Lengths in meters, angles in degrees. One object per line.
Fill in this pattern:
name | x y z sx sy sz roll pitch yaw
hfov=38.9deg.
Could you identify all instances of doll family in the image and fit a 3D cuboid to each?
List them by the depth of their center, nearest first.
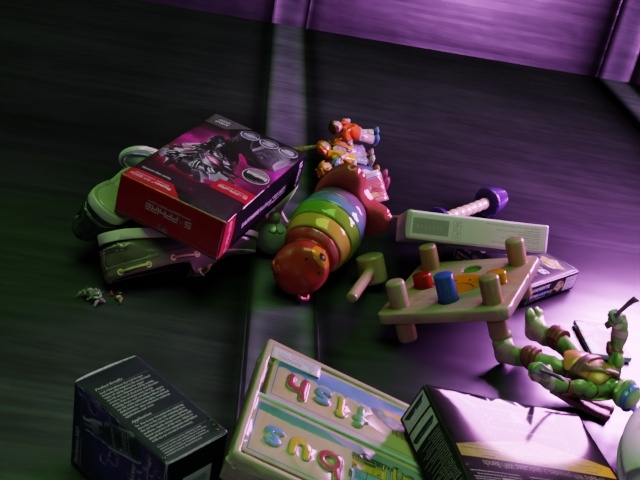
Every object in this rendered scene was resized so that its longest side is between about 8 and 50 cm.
doll family | 0.068 -0.198 2.327 0.163 0.118 0.263 8 45 -19

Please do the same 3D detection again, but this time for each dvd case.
dvd case | 0.571 0.203 1.841 0.087 0.013 0.119 8 27 -6

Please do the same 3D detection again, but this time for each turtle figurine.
turtle figurine | 0.439 0.178 1.606 0.274 0.198 0.266 38 -10 -37

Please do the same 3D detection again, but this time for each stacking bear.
stacking bear | 0.000 0.000 1.848 0.164 0.175 0.289 -19 24 39

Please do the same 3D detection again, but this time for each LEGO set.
LEGO set | -0.404 0.097 1.663 0.083 0.023 0.054 -6 32 -29

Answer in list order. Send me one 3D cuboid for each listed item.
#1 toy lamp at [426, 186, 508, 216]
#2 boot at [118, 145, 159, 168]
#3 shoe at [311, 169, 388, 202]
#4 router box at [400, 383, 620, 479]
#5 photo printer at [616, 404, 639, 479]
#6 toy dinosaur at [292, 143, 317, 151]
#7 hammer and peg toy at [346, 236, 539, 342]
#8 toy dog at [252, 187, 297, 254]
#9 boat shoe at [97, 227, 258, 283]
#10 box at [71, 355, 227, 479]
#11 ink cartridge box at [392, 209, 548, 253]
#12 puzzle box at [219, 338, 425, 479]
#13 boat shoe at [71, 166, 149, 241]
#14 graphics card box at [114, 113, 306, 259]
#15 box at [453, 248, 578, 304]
toy lamp | 0.367 -0.078 2.220 0.080 0.080 0.274 31 33 32
boot | -0.380 -0.168 2.117 0.190 0.069 0.086 9 25 -7
shoe | 0.072 -0.104 2.175 0.178 0.081 0.063 -20 -2 0
router box | 0.295 0.341 1.311 0.308 0.081 0.243 15 30 -26
photo printer | 0.632 0.373 1.446 0.307 0.107 0.256 21 30 19
toy dinosaur | -0.098 -0.221 2.350 0.112 0.064 0.211 36 45 17
hammer and peg toy | 0.219 0.102 1.753 0.361 0.127 0.266 -5 19 28
toy dog | -0.139 -0.116 2.013 0.220 0.161 0.333 -16 38 -41
boat shoe | -0.270 0.027 1.769 0.324 0.097 0.116 -2 -10 -31
box | -0.239 0.283 1.243 0.207 0.153 0.108 30 34 33
ink cartridge box | 0.312 -0.013 1.973 0.296 0.066 0.261 7 -3 -4
puzzle box | 0.073 0.315 1.297 0.409 0.052 0.272 25 28 -6
boat shoe | -0.403 -0.061 1.863 0.127 0.113 0.340 45 17 -4
graphics card box | -0.208 -0.119 1.806 0.232 0.094 0.371 25 32 13
box | 0.435 0.053 2.028 0.175 0.051 0.220 -12 35 -38
